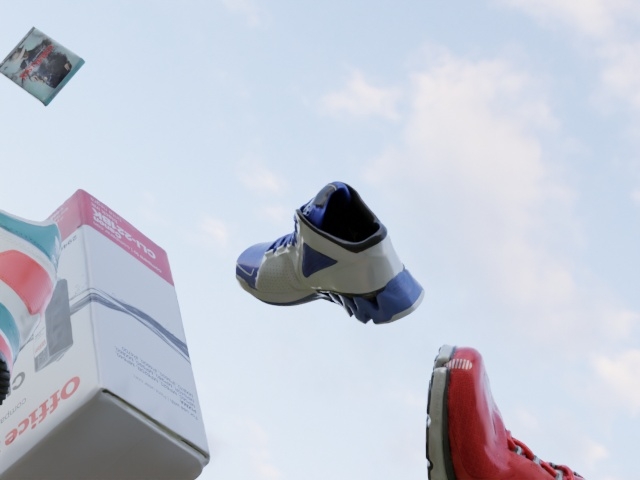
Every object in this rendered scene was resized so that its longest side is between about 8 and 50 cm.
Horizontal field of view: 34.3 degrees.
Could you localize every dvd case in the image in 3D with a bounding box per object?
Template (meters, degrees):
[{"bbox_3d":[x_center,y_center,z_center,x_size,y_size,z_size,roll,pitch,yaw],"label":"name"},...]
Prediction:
[{"bbox_3d":[-0.406,-0.253,1.499,0.119,0.087,0.013,35,-9,30],"label":"dvd case"}]

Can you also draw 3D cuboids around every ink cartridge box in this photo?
[{"bbox_3d":[-0.212,0.116,0.833,0.197,0.273,0.114,-41,-55,11],"label":"ink cartridge box"}]

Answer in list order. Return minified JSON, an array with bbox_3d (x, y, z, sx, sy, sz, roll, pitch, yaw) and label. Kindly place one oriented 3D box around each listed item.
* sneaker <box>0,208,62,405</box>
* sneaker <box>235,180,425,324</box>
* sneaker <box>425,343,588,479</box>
[{"bbox_3d":[-0.156,-0.006,0.312,0.161,0.075,0.057,21,-49,-1],"label":"sneaker"},{"bbox_3d":[0.001,0.000,1.490,0.315,0.127,0.182,7,-55,44],"label":"sneaker"},{"bbox_3d":[0.161,0.189,0.798,0.118,0.107,0.279,-13,-64,24],"label":"sneaker"}]
